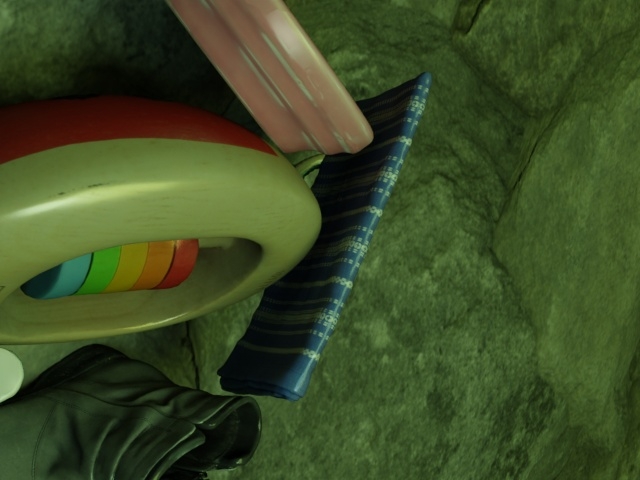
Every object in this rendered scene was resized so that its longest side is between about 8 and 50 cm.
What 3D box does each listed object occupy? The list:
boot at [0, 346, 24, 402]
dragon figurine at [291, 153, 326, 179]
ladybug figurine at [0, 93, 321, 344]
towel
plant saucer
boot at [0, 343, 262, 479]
[{"bbox_3d":[-0.359,0.148,1.404,0.190,0.086,0.069,-15,84,-16],"label":"boot"},{"bbox_3d":[-0.074,-0.014,1.682,0.289,0.085,0.144,-18,115,-45],"label":"dragon figurine"},{"bbox_3d":[-0.203,-0.024,1.401,0.449,0.305,0.162,-1,63,-45],"label":"ladybug figurine"},{"bbox_3d":[0.000,0.000,1.546,0.040,0.243,0.336,25,80,-14],"label":"towel"},{"bbox_3d":[-0.078,-0.205,1.470,0.084,0.332,0.332,-36,134,1],"label":"plant saucer"},{"bbox_3d":[-0.229,0.213,1.455,0.338,0.222,0.118,-39,130,-36],"label":"boot"}]
